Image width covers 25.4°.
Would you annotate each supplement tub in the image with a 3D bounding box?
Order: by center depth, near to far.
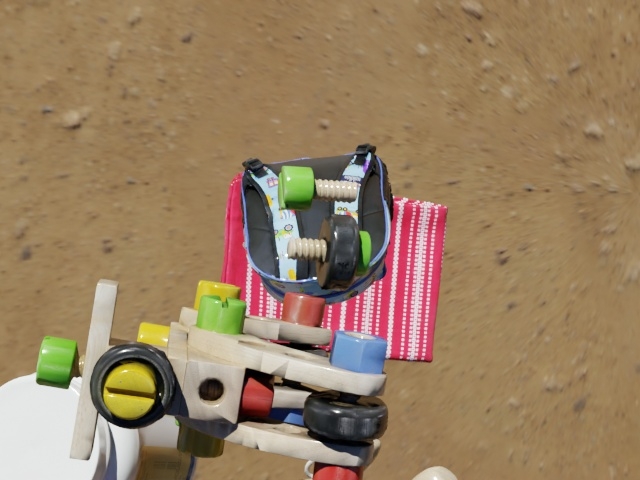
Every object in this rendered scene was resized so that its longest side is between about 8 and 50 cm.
[{"bbox_3d":[-0.208,0.187,1.269,0.144,0.200,0.144,-3,80,18],"label":"supplement tub"}]

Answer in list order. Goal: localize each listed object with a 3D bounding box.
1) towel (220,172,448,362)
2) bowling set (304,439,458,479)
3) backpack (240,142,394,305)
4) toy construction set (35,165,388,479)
[{"bbox_3d":[0.014,0.034,1.677,0.275,0.031,0.198,8,87,-15],"label":"towel"},{"bbox_3d":[0.102,0.342,1.496,0.287,0.200,0.154,30,112,-18],"label":"bowling set"},{"bbox_3d":[0.000,0.000,1.430,0.158,0.173,0.116,-7,134,1],"label":"backpack"},{"bbox_3d":[-0.096,0.128,1.066,0.237,0.257,0.308,5,120,-12],"label":"toy construction set"}]
